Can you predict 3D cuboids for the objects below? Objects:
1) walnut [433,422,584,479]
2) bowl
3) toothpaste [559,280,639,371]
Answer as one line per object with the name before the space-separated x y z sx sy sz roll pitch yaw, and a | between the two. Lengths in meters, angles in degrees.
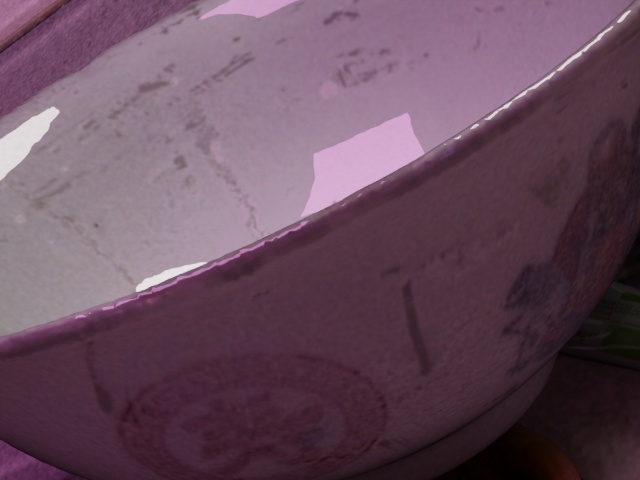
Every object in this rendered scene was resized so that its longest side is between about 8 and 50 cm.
walnut | 0.048 0.161 0.565 0.167 0.087 0.211 -37 25 -13
bowl | 0.000 0.000 0.598 0.435 0.196 0.435 -22 23 10
toothpaste | 0.180 0.051 0.568 0.197 0.029 0.048 16 72 55
